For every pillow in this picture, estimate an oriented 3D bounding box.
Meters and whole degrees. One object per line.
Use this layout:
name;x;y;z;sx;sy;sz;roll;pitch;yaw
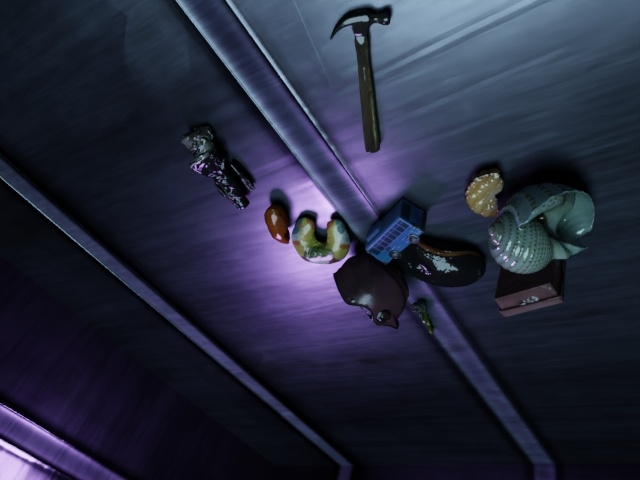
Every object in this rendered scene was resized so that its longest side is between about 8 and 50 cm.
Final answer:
pillow;0.000;0.000;2.013;0.233;0.086;0.214;7;126;17

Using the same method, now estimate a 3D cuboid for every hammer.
hammer;0.135;-0.442;1.515;0.168;0.044;0.440;3;135;17

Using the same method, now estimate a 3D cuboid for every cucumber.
cucumber;-0.281;-0.236;1.893;0.034;0.033;0.135;-13;130;23

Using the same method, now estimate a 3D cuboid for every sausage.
sausage;-0.161;-0.062;1.996;0.089;0.089;0.179;1;130;19

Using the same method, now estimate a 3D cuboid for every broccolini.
broccolini;0.446;0.333;2.207;0.058;0.067;0.216;32;158;51

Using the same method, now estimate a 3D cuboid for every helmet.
helmet;0.220;0.170;1.994;0.338;0.271;0.197;32;107;-14

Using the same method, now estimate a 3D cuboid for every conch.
conch;0.663;-0.051;1.603;0.319;0.215;0.303;-5;124;-31

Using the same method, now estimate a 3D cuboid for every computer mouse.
computer mouse;0.438;0.088;1.912;0.323;0.116;0.183;10;134;11

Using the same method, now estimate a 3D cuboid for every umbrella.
umbrella;-0.364;-0.243;1.865;0.113;0.106;0.358;-12;130;25

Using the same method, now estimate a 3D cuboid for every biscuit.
biscuit;0.519;-0.157;1.662;0.118;0.061;0.183;7;135;16

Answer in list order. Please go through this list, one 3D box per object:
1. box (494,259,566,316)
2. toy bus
box;0.718;0.139;1.788;0.215;0.215;0.086;-25;112;40
toy bus;0.260;-0.028;1.854;0.133;0.116;0.234;29;136;-14
